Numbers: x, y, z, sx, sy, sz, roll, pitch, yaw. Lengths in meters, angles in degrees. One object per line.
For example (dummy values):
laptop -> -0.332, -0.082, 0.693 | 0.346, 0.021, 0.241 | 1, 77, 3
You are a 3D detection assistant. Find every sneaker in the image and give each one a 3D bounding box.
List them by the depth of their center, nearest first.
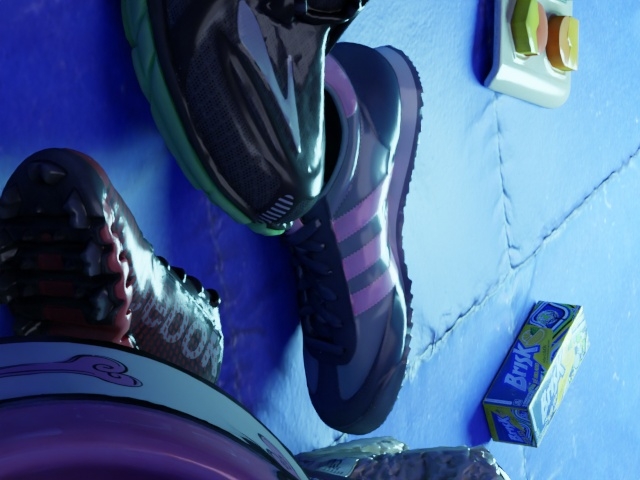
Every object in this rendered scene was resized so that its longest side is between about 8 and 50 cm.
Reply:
sneaker -> -0.133, 0.044, 1.158 | 0.135, 0.097, 0.276 | -52, 139, -44
sneaker -> -0.006, -0.244, 1.230 | 0.185, 0.202, 0.483 | 17, 79, -59
sneaker -> 0.000, 0.000, 1.403 | 0.131, 0.112, 0.319 | 0, 92, -44

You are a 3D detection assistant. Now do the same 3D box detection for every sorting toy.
sorting toy -> 0.228, -0.248, 1.808 | 0.193, 0.038, 0.208 | 7, 88, -61

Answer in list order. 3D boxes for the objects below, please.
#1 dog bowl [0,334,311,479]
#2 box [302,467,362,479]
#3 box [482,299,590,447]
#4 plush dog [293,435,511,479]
dog bowl -> -0.140, 0.257, 0.902 | 0.408, 0.150, 0.408 | 0, 91, -20
box -> -0.056, 0.297, 1.263 | 0.142, 0.163, 0.247 | -17, 110, -54
box -> 0.230, 0.140, 1.854 | 0.169, 0.054, 0.059 | -55, 140, -42
plush dog -> 0.028, 0.281, 1.395 | 0.210, 0.262, 0.225 | -5, 89, -27
